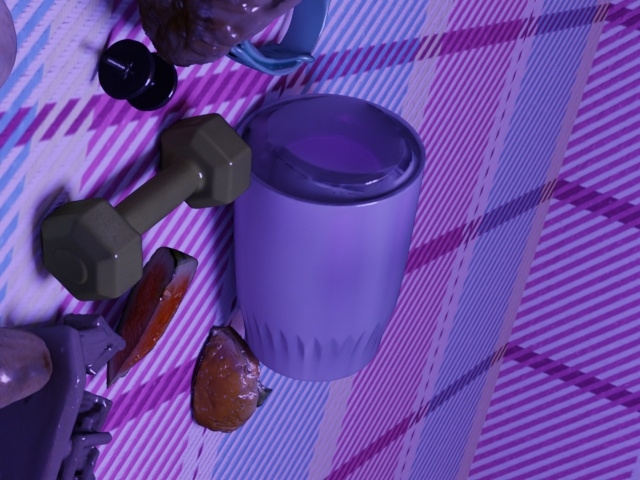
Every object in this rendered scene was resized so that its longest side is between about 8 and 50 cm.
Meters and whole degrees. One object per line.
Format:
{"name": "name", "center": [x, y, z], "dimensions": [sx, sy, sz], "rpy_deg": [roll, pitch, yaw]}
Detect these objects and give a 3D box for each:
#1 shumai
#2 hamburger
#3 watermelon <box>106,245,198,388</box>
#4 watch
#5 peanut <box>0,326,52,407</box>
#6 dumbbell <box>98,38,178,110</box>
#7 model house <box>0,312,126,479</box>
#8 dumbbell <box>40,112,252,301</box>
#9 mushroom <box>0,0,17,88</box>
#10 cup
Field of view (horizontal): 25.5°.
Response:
{"name": "shumai", "center": [-0.131, -0.342, 1.459], "dimensions": [0.314, 0.262, 0.267], "rpy_deg": [-29, -158, 42]}
{"name": "hamburger", "center": [-0.130, 0.217, 2.053], "dimensions": [0.087, 0.102, 0.176], "rpy_deg": [-20, 130, -45]}
{"name": "watermelon", "center": [-0.204, 0.085, 1.725], "dimensions": [0.245, 0.063, 0.119], "rpy_deg": [-54, -166, 39]}
{"name": "watch", "center": [-0.055, -0.304, 1.785], "dimensions": [0.195, 0.068, 0.237], "rpy_deg": [-64, 156, -7]}
{"name": "peanut", "center": [-0.367, 0.142, 1.447], "dimensions": [0.228, 0.104, 0.085], "rpy_deg": [-17, 101, -58]}
{"name": "dumbbell", "center": [-0.202, -0.182, 1.563], "dimensions": [0.069, 0.069, 0.147], "rpy_deg": [-68, 157, 0]}
{"name": "model house", "center": [-0.295, 0.194, 1.630], "dimensions": [0.188, 0.122, 0.229], "rpy_deg": [-1, 108, -68]}
{"name": "dumbbell", "center": [-0.198, -0.043, 1.648], "dimensions": [0.302, 0.121, 0.108], "rpy_deg": [-43, 118, -45]}
{"name": "mushroom", "center": [-0.335, -0.178, 1.206], "dimensions": [0.154, 0.122, 0.154], "rpy_deg": [47, 28, -35]}
{"name": "cup", "center": [0.000, 0.000, 1.953], "dimensions": [0.253, 0.253, 0.371], "rpy_deg": [-45, 150, -44]}
